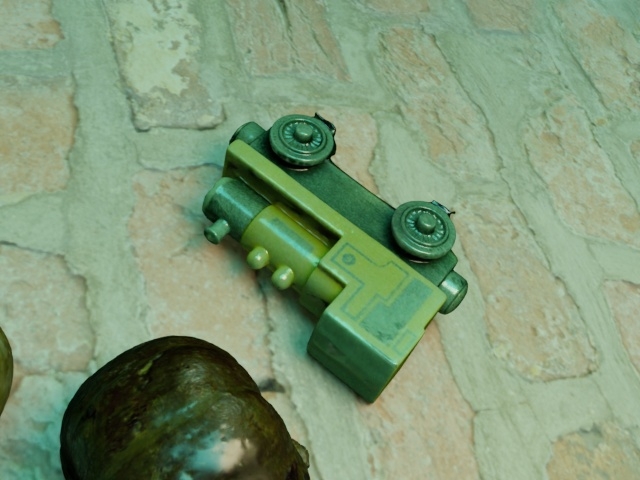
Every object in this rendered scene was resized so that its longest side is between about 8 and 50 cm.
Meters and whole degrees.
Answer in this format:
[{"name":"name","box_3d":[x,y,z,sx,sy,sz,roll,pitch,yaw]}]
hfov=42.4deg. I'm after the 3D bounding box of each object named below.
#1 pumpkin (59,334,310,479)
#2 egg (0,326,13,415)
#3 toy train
[{"name":"pumpkin","box_3d":[-0.101,0.217,0.779,0.242,0.232,0.325,-22,68,-35]},{"name":"egg","box_3d":[-0.409,0.136,0.717,0.289,0.238,0.238,-19,62,-41]},{"name":"toy train","box_3d":[0.000,0.000,1.038,0.369,0.150,0.237,37,57,12]}]
